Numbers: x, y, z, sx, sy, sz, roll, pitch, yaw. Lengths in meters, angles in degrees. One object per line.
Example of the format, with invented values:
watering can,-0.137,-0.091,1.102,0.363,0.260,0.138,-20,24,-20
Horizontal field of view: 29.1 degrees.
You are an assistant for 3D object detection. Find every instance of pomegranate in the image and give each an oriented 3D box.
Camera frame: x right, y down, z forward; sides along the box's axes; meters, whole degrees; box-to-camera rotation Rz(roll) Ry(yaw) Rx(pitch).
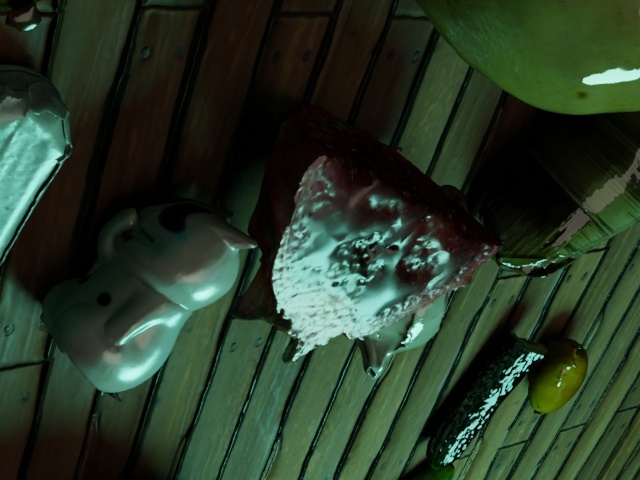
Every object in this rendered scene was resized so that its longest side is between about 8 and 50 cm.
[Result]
pomegranate,0.196,-0.256,0.854,0.333,0.332,0.332,-25,140,-23

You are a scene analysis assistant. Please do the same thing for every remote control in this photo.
remote control,-0.263,-0.017,0.886,0.104,0.052,0.247,11,121,-46

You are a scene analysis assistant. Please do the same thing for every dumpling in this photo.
dumpling,0.083,0.048,1.237,0.127,0.108,0.187,-30,130,-56

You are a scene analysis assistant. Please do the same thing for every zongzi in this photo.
zongzi,0.315,-0.057,1.328,0.286,0.134,0.288,-43,152,10

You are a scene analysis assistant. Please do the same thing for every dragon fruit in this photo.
dragon fruit,0.000,0.000,1.075,0.211,0.134,0.262,-53,138,8

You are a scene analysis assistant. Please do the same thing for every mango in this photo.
mango,0.302,0.175,1.589,0.077,0.063,0.127,-23,145,-32

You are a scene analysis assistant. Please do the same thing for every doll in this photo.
doll,-0.143,0.039,1.002,0.180,0.110,0.107,-50,124,1

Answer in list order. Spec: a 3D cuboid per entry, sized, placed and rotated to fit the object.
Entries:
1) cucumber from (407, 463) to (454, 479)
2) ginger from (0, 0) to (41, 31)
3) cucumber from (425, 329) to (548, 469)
cucumber,0.075,0.370,1.582,0.250,0.056,0.056,-37,143,-11
ginger,-0.112,-0.259,0.682,0.418,0.176,0.254,-24,144,-17
cucumber,0.195,0.200,1.519,0.052,0.058,0.214,5,125,-52
